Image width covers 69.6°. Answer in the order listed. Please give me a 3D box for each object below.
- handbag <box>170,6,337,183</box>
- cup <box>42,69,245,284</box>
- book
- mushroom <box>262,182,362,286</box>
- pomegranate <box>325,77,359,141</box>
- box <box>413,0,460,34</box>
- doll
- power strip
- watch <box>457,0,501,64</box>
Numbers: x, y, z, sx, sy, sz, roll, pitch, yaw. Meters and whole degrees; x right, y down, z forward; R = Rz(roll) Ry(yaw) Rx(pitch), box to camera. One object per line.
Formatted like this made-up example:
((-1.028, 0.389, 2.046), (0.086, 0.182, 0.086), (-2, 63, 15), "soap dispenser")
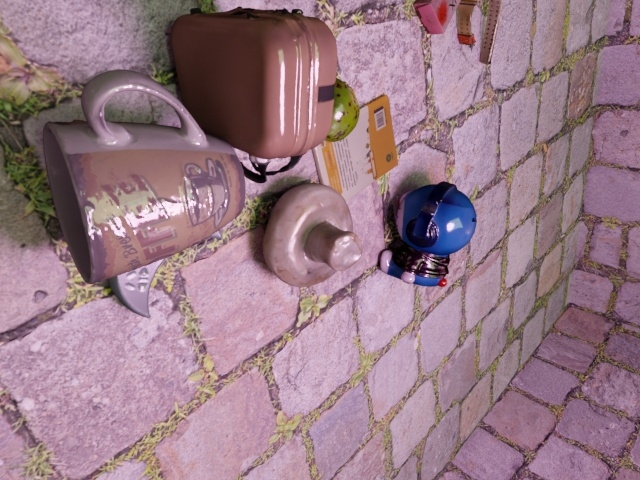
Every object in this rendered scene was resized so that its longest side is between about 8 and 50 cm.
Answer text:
((-0.114, -0.236, 0.776), (0.149, 0.301, 0.283), (-24, 126, -39), "handbag")
((-0.250, -0.108, 0.685), (0.256, 0.227, 0.301), (-20, 143, -35), "cup")
((0.099, -0.231, 1.205), (0.295, 0.020, 0.208), (-36, 128, -32), "book")
((0.000, 0.000, 1.033), (0.243, 0.243, 0.244), (-19, 117, -42), "mushroom")
((0.014, -0.281, 1.017), (0.143, 0.122, 0.169), (41, 76, -34), "pomegranate")
((0.327, -0.660, 1.264), (0.111, 0.060, 0.156), (37, 77, -48), "box")
((0.330, -0.025, 1.377), (0.284, 0.240, 0.310), (-15, 121, -59), "doll")
((-0.290, 0.010, 0.856), (0.253, 0.054, 0.168), (-53, 136, -18), "power strip")
((0.490, -0.668, 1.422), (0.164, 0.102, 0.269), (-29, 133, -29), "watch")
